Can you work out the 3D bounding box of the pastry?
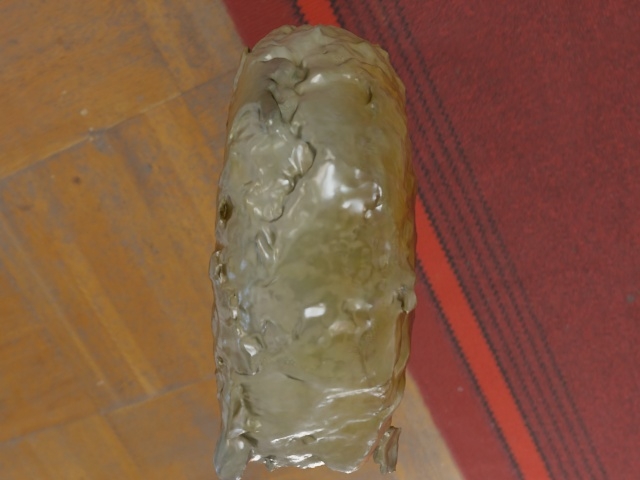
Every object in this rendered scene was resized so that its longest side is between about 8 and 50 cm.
[{"bbox_3d":[0.000,0.000,0.656,0.136,0.330,0.330,3,117,0],"label":"pastry"}]
